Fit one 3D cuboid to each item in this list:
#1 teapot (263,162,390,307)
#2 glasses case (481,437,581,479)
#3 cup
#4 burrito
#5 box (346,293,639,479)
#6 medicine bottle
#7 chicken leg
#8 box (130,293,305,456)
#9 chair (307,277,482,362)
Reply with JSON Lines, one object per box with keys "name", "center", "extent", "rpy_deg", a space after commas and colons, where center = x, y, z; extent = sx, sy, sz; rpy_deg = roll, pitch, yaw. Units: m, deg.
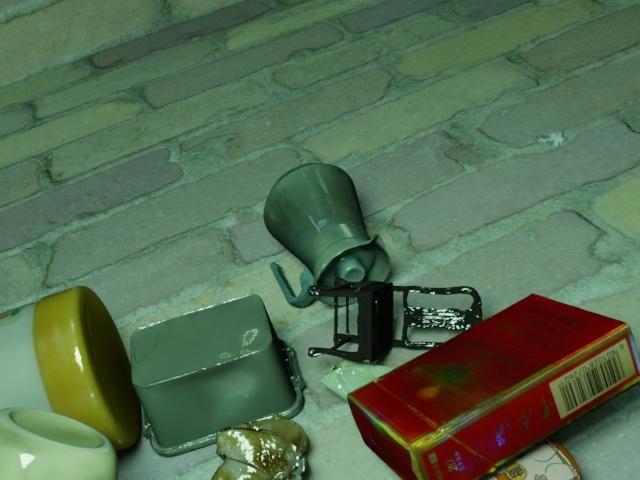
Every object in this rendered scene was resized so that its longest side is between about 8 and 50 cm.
{"name": "teapot", "center": [0.000, 0.000, 1.267], "extent": [0.203, 0.171, 0.225], "rpy_deg": [-44, 44, 14]}
{"name": "glasses case", "center": [0.178, 0.312, 0.880], "extent": [0.267, 0.067, 0.103], "rpy_deg": [-25, 34, -14]}
{"name": "cup", "center": [-0.371, 0.297, 0.885], "extent": [0.255, 0.173, 0.202], "rpy_deg": [17, 84, 33]}
{"name": "burrito", "center": [0.061, 0.202, 1.073], "extent": [0.118, 0.044, 0.074], "rpy_deg": [17, 51, 30]}
{"name": "box", "center": [0.212, 0.186, 0.956], "extent": [0.313, 0.089, 0.197], "rpy_deg": [-25, 15, -15]}
{"name": "medicine bottle", "center": [-0.398, 0.207, 1.055], "extent": [0.232, 0.237, 0.237], "rpy_deg": [-18, 38, -4]}
{"name": "chicken leg", "center": [-0.103, 0.300, 0.980], "extent": [0.196, 0.080, 0.125], "rpy_deg": [-25, 52, -13]}
{"name": "box", "center": [-0.156, 0.185, 1.090], "extent": [0.244, 0.135, 0.163], "rpy_deg": [-17, 38, -3]}
{"name": "chair", "center": [0.108, 0.115, 1.091], "extent": [0.229, 0.106, 0.113], "rpy_deg": [2, 6, 22]}
